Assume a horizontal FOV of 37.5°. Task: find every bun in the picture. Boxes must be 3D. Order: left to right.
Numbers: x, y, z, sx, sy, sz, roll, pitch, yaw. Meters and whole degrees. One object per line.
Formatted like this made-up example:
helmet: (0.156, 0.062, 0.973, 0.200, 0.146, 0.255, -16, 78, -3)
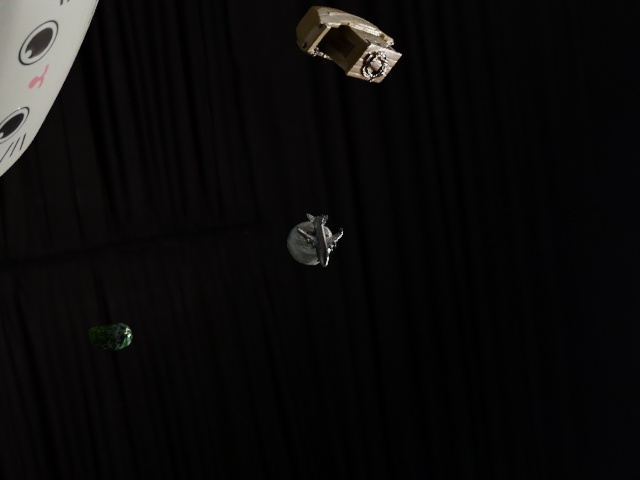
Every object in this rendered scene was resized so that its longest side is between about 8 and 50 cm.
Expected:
bun: (-0.018, 0.007, 1.563, 0.083, 0.083, 0.045, -9, 144, -15)

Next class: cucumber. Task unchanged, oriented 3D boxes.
cucumber: (-0.302, 0.140, 1.364, 0.039, 0.039, 0.168, -10, 180, -32)

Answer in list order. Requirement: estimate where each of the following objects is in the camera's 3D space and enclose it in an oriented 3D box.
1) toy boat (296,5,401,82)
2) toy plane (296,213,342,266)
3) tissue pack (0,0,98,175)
toy boat: (0.035, -0.226, 1.096, 0.057, 0.077, 0.200, -50, 160, 20)
toy plane: (0.000, 0.000, 1.410, 0.079, 0.083, 0.031, 3, 163, -29)
tissue pack: (-0.269, -0.181, 0.625, 0.230, 0.235, 0.333, 26, 132, -12)
